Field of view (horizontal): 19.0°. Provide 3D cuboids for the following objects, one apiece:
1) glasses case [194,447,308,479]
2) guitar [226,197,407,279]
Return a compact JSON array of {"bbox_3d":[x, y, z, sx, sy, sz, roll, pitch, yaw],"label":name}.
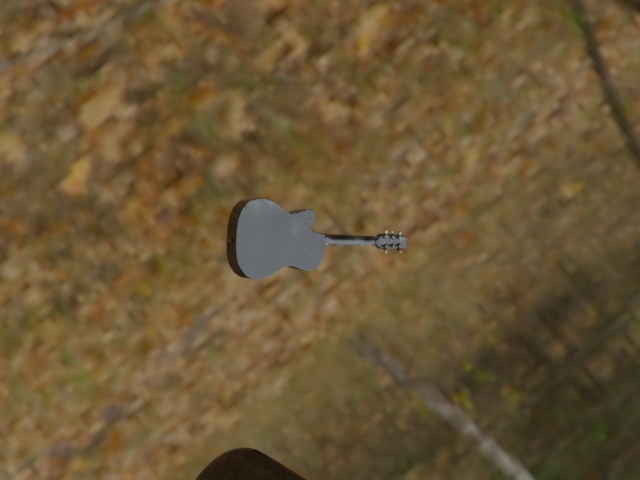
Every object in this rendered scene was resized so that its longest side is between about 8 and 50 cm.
[{"bbox_3d":[-0.001,0.308,1.818,0.122,0.321,0.082,-54,147,-12],"label":"glasses case"},{"bbox_3d":[0.000,0.000,2.123,0.233,0.088,0.025,2,-179,-32],"label":"guitar"}]
